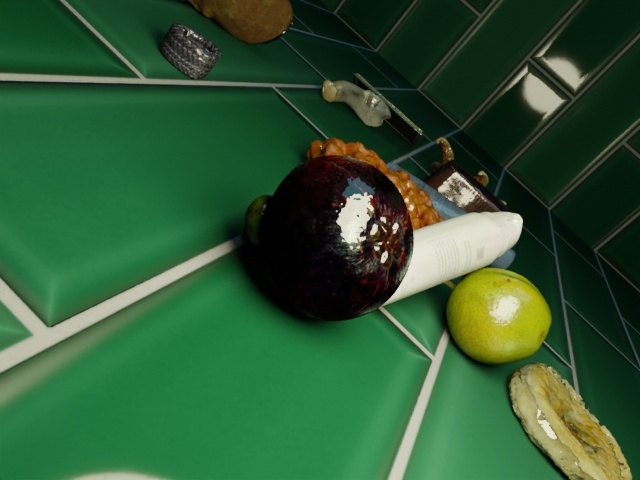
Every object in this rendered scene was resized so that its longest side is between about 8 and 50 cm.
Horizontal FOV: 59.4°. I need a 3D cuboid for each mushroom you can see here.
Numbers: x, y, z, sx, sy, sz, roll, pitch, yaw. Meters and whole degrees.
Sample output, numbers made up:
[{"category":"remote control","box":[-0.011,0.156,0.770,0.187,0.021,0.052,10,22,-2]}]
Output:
[{"category":"mushroom","box":[0.112,-0.422,1.709,0.278,0.096,0.099,20,2,-42]}]

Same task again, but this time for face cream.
[{"category":"face cream","box":[0.318,-0.058,1.412,0.385,0.086,0.135,36,37,-2]},{"category":"face cream","box":[0.209,0.017,0.946,0.346,0.102,0.102,-15,57,-35]}]

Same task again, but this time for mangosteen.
[{"category":"mangosteen","box":[0.012,0.001,0.736,0.216,0.216,0.216,33,25,-18]}]

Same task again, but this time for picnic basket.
[{"category":"picnic basket","box":[0.406,-0.094,1.545,0.297,0.129,0.222,43,22,0]}]

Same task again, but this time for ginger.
[{"category":"ginger","box":[-0.210,-0.643,1.456,0.269,0.200,0.223,42,22,2]}]

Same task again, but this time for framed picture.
[{"category":"framed picture","box":[0.222,-0.432,1.869,0.296,0.019,0.232,43,2,1]}]

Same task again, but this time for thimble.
[{"category":"thimble","box":[-0.254,-0.371,1.100,0.104,0.066,0.095,44,27,6]}]

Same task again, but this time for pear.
[{"category":"pear","box":[0.287,0.117,0.983,0.216,0.166,0.180,36,33,15]}]

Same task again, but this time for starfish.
[{"category":"starfish","box":[0.457,-0.166,1.754,0.327,0.094,0.375,44,2,-45]}]

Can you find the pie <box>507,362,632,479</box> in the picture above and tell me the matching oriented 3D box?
[{"category":"pie","box":[0.433,0.322,0.978,0.274,0.055,0.274,33,26,-19]}]

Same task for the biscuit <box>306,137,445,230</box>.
[{"category":"biscuit","box":[0.120,-0.077,1.114,0.312,0.110,0.318,26,30,-30]}]
